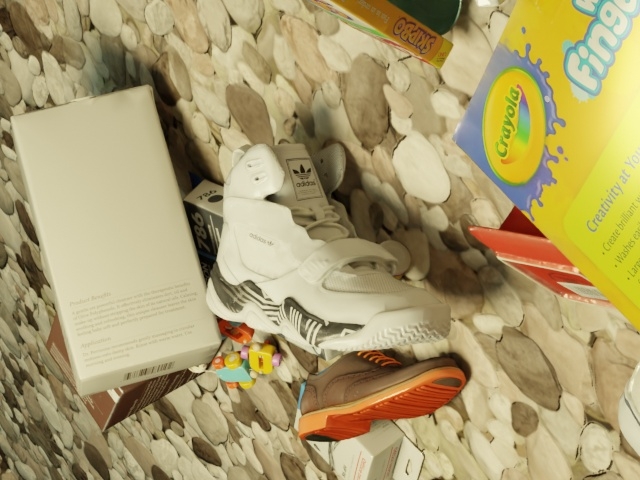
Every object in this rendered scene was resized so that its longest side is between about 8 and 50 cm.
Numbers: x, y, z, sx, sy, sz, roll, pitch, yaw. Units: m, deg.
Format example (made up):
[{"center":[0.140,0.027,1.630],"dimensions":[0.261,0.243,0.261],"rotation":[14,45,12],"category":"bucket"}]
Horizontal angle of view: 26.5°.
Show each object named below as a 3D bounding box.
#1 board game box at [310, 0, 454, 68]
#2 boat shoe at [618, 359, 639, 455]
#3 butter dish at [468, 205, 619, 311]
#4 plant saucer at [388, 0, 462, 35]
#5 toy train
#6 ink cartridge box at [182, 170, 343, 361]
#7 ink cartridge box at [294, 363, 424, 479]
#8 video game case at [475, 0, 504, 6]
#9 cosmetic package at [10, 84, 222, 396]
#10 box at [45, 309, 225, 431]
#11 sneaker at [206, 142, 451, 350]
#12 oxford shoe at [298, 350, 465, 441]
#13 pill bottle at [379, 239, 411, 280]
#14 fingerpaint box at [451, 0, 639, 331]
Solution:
[{"center":[0.008,-0.228,1.232],"dimensions":[0.124,0.039,0.259],"rotation":[32,-176,36],"category":"board game box"},{"center":[0.408,0.195,1.134],"dimensions":[0.367,0.136,0.156],"rotation":[49,147,37],"category":"boat shoe"},{"center":[0.244,-0.011,1.212],"dimensions":[0.160,0.118,0.160],"rotation":[30,168,-37],"category":"butter dish"},{"center":[0.099,-0.255,1.306],"dimensions":[0.119,0.021,0.119],"rotation":[36,141,35],"category":"plant saucer"},{"center":[-0.120,0.148,1.922],"dimensions":[0.125,0.046,0.166],"rotation":[29,142,-11],"category":"toy train"},{"center":[-0.088,0.028,1.793],"dimensions":[0.332,0.065,0.165],"rotation":[23,134,48],"category":"ink cartridge box"},{"center":[0.048,0.263,1.788],"dimensions":[0.180,0.060,0.104],"rotation":[43,145,28],"category":"ink cartridge box"},{"center":[0.153,-0.295,1.018],"dimensions":[0.023,0.201,0.183],"rotation":[4,120,34],"category":"video game case"},{"center":[-0.274,0.000,1.808],"dimensions":[0.155,0.197,0.365],"rotation":[122,133,-72],"category":"cosmetic package"},{"center":[-0.275,0.146,2.036],"dimensions":[0.168,0.203,0.167],"rotation":[54,150,13],"category":"box"},{"center":[0.000,0.000,1.499],"dimensions":[0.366,0.137,0.210],"rotation":[10,100,50],"category":"sneaker"},{"center":[0.064,0.171,1.646],"dimensions":[0.271,0.097,0.098],"rotation":[-24,60,43],"category":"oxford shoe"},{"center":[0.072,0.037,1.574],"dimensions":[0.043,0.043,0.083],"rotation":[52,149,14],"category":"pill bottle"},{"center":[0.326,-0.116,0.940],"dimensions":[0.371,0.163,0.445],"rotation":[47,147,20],"category":"fingerpaint box"}]
